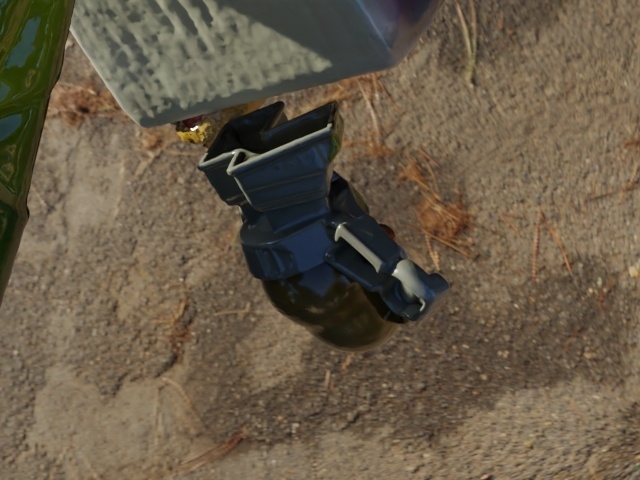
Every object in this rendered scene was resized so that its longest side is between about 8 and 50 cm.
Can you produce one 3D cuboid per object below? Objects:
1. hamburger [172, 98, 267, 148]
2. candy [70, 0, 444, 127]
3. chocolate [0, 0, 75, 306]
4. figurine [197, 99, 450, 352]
[{"bbox_3d":[-0.147,-0.244,1.309,0.163,0.244,0.244,43,97,-10],"label":"hamburger"},{"bbox_3d":[-0.082,-0.237,0.880,0.359,0.208,0.145,-6,44,37],"label":"candy"},{"bbox_3d":[-0.280,-0.102,0.428,0.137,0.301,0.288,-113,40,-53],"label":"chocolate"},{"bbox_3d":[-0.001,0.001,1.005,0.167,0.342,0.285,-29,111,-3],"label":"figurine"}]
